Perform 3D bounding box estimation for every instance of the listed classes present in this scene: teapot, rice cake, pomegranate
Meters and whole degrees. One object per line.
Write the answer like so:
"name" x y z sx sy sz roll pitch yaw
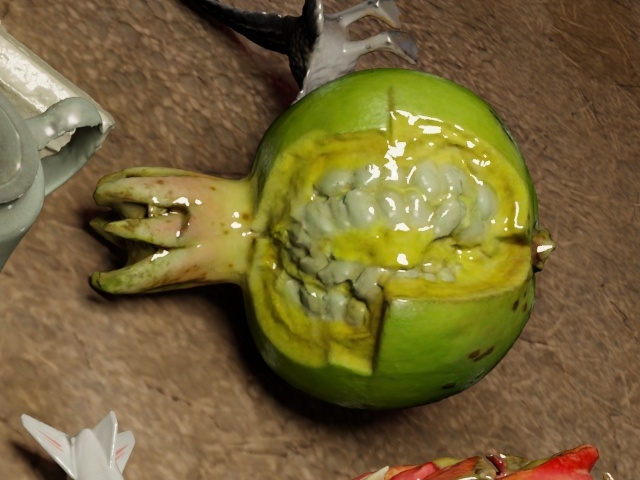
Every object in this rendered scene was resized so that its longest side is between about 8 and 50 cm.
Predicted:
"teapot" -0.217 -0.039 0.981 0.239 0.149 0.162 -11 62 -52
"rice cake" -0.245 -0.136 1.143 0.256 0.052 0.057 38 17 -12
"pomegranate" 0.000 0.000 1.153 0.302 0.236 0.236 0 46 -6

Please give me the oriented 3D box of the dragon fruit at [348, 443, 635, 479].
"dragon fruit" 0.106 0.226 0.964 0.296 0.314 0.263 20 24 -48

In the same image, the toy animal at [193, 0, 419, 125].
"toy animal" 0.004 -0.119 1.341 0.197 0.160 0.272 12 54 -45

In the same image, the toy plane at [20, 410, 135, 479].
"toy plane" -0.112 0.169 0.956 0.162 0.065 0.171 15 46 -41
